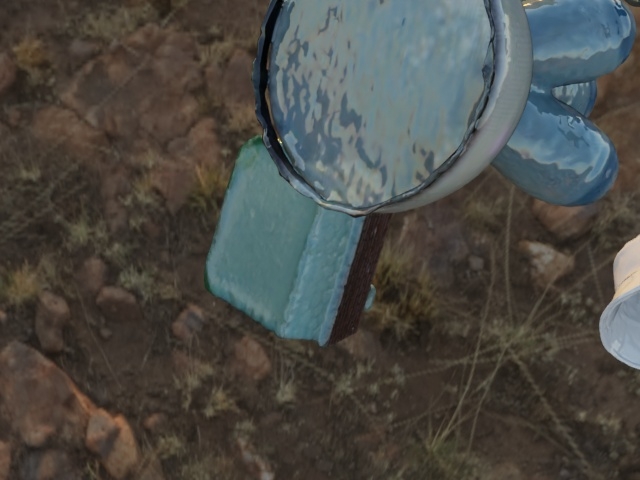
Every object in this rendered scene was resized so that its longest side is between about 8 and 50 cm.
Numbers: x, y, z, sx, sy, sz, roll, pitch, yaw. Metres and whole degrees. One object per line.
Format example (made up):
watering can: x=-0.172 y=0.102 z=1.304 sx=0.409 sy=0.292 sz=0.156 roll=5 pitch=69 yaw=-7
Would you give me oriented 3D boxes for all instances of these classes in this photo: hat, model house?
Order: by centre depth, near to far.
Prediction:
hat: x=0.442 y=0.062 z=1.269 sx=0.203 sy=0.203 sz=0.126 roll=3 pitch=46 yaw=-4
model house: x=0.000 y=0.000 z=1.580 sx=0.248 sy=0.281 sz=0.230 roll=6 pitch=16 yaw=-45

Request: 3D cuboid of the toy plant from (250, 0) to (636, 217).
toy plant: x=0.135 y=-0.132 z=0.844 sx=0.332 sy=0.247 sz=0.247 roll=-1 pitch=49 yaw=-47

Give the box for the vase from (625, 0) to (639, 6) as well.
vase: x=0.598 y=-0.404 z=1.520 sx=0.300 sy=0.156 sz=0.251 roll=3 pitch=88 yaw=-20
